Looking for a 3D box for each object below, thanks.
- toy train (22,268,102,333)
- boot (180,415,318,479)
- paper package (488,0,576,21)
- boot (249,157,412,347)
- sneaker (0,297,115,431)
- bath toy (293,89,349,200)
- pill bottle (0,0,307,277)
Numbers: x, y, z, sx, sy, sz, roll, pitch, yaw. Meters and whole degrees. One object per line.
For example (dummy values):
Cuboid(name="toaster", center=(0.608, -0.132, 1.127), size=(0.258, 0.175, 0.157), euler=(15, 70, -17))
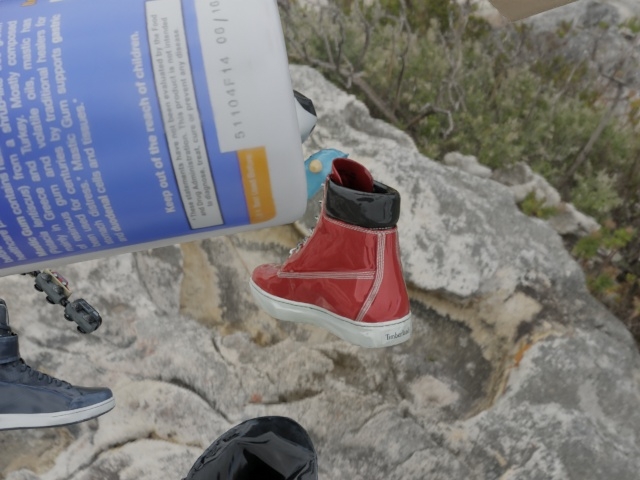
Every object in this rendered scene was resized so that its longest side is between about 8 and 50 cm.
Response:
Cuboid(name="toy train", center=(-0.322, 0.054, 0.835), size=(0.158, 0.027, 0.036), euler=(40, 19, 11))
Cuboid(name="boot", center=(-0.118, 0.315, 0.722), size=(0.146, 0.445, 0.367), euler=(23, 38, 2))
Cuboid(name="paper package", center=(0.279, -0.434, 0.790), size=(0.309, 0.325, 0.168), euler=(27, 73, -35))
Cuboid(name="boot", center=(0.000, 0.000, 0.733), size=(0.088, 0.176, 0.244), euler=(-13, 13, -35))
Cuboid(name="sneaker", center=(-0.371, 0.155, 0.882), size=(0.226, 0.086, 0.163), euler=(4, 82, -36))
Cuboid(name="bath toy", center=(-0.101, -0.207, 0.905), size=(0.348, 0.151, 0.129), euler=(54, 38, -6))
Cuboid(name="pill bottle", center=(-0.152, -0.061, 0.393), size=(0.272, 0.152, 0.152), euler=(-10, 59, -4))
